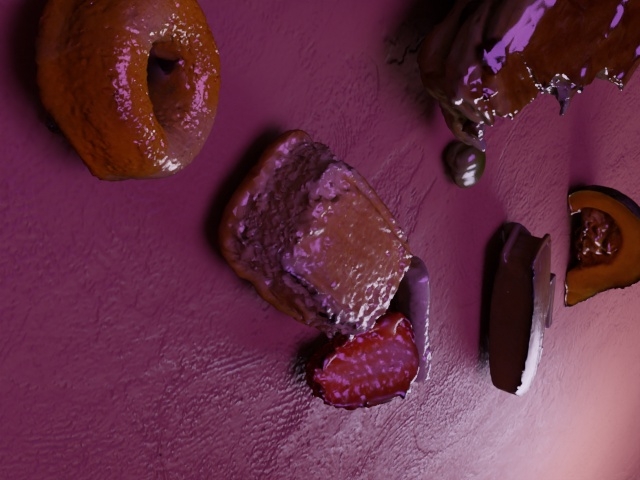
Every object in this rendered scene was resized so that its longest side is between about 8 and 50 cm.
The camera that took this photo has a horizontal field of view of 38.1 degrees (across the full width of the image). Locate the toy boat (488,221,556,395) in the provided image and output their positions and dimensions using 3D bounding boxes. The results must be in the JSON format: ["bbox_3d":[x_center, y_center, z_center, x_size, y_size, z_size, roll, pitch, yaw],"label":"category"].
[{"bbox_3d":[0.325,0.118,1.495,0.121,0.089,0.321,-42,138,-46],"label":"toy boat"}]

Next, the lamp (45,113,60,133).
[{"bbox_3d":[-0.197,-0.114,0.798,0.083,0.031,0.063,18,96,-56],"label":"lamp"}]

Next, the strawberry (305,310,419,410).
[{"bbox_3d":[0.047,0.154,1.199,0.188,0.082,0.121,-6,94,-39],"label":"strawberry"}]

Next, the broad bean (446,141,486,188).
[{"bbox_3d":[0.201,-0.106,1.266,0.063,0.045,0.083,-57,149,-9],"label":"broad bean"}]

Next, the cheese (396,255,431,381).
[{"bbox_3d":[0.128,0.110,1.275,0.043,0.065,0.194,-8,120,-3],"label":"cheese"}]

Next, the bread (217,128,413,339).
[{"bbox_3d":[0.000,0.000,1.017,0.245,0.121,0.174,43,67,-47],"label":"bread"}]

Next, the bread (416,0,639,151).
[{"bbox_3d":[0.274,-0.282,1.149,0.370,0.191,0.314,-52,147,2],"label":"bread"}]

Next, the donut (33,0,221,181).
[{"bbox_3d":[-0.147,-0.136,0.770,0.174,0.075,0.190,-55,143,-47],"label":"donut"}]

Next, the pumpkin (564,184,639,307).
[{"bbox_3d":[0.527,0.015,1.620,0.111,0.163,0.278,-35,134,-33],"label":"pumpkin"}]
